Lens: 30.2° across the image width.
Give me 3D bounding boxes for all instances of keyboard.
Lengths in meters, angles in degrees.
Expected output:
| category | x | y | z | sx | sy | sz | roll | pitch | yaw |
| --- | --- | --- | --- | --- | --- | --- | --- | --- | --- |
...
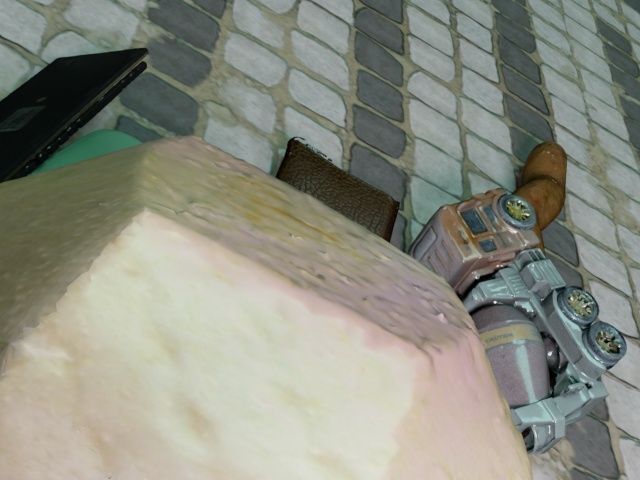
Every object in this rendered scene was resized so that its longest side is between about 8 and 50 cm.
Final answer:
| category | x | y | z | sx | sy | sz | roll | pitch | yaw |
| --- | --- | --- | --- | --- | --- | --- | --- | --- | --- |
| keyboard | -0.236 | -0.084 | 0.925 | 0.317 | 0.106 | 0.027 | -61 | 141 | -57 |

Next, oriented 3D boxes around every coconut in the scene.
| category | x | y | z | sx | sy | sz | roll | pitch | yaw |
| --- | --- | --- | --- | --- | --- | --- | --- | --- | --- |
| coconut | -0.088 | 0.114 | 0.606 | 0.353 | 0.352 | 0.352 | 27 | 35 | -20 |

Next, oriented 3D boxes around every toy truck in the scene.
| category | x | y | z | sx | sy | sz | roll | pitch | yaw |
| --- | --- | --- | --- | --- | --- | --- | --- | --- | --- |
| toy truck | 0.176 | 0.077 | 1.126 | 0.140 | 0.108 | 0.256 | -11 | 60 | -35 |

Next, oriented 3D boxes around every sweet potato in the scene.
| category | x | y | z | sx | sy | sz | roll | pitch | yaw |
| --- | --- | --- | --- | --- | --- | --- | --- | --- | --- |
| sweet potato | 0.244 | -0.037 | 1.369 | 0.067 | 0.059 | 0.281 | 50 | 32 | -7 |

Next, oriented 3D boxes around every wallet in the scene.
| category | x | y | z | sx | sy | sz | roll | pitch | yaw |
| --- | --- | --- | --- | --- | --- | --- | --- | --- | --- |
| wallet | 0.000 | 0.000 | 1.101 | 0.133 | 0.039 | 0.243 | 28 | 34 | -7 |

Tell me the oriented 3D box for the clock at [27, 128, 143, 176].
| category | x | y | z | sx | sy | sz | roll | pitch | yaw |
| --- | --- | --- | --- | --- | --- | --- | --- | --- | --- |
| clock | -0.144 | 0.003 | 0.927 | 0.188 | 0.060 | 0.148 | 43 | 32 | 3 |
